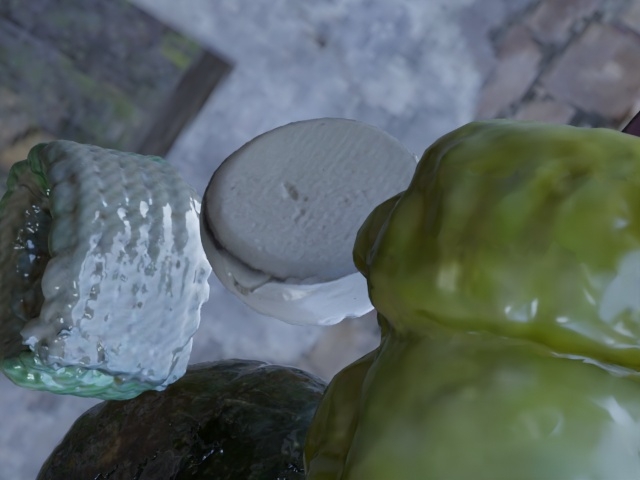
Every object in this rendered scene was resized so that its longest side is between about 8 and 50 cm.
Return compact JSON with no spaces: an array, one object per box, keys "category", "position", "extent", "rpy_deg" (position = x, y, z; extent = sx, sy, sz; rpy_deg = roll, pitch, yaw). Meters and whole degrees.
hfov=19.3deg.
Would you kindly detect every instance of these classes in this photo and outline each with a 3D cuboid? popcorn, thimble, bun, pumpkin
[{"category":"popcorn","position":[0.082,0.097,0.773],"extent":[0.225,0.174,0.285],"rpy_deg":[0,100,-79]},{"category":"thimble","position":[-0.192,0.028,1.602],"extent":[0.219,0.150,0.219],"rpy_deg":[-33,-129,55]},{"category":"bun","position":[0.000,0.000,1.120],"extent":[0.094,0.138,0.138],"rpy_deg":[80,24,-50]},{"category":"pumpkin","position":[-0.092,0.333,1.844],"extent":[0.454,0.454,0.344],"rpy_deg":[-54,160,18]}]

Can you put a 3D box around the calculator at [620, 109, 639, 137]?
[{"category":"calculator","position":[0.228,-0.016,1.098],"extent":[0.294,0.043,0.194],"rpy_deg":[-52,-142,1]}]
